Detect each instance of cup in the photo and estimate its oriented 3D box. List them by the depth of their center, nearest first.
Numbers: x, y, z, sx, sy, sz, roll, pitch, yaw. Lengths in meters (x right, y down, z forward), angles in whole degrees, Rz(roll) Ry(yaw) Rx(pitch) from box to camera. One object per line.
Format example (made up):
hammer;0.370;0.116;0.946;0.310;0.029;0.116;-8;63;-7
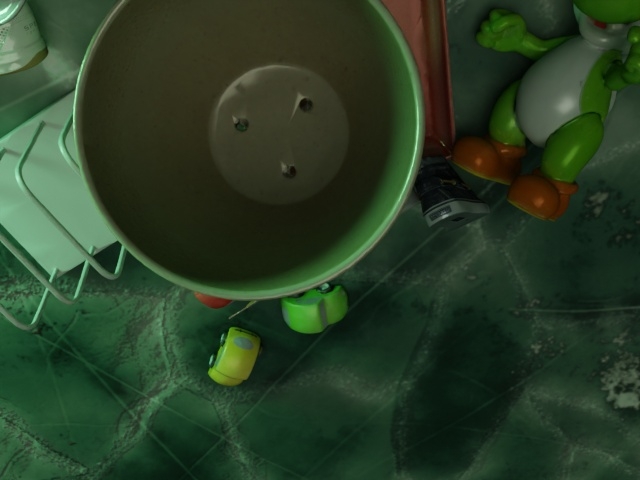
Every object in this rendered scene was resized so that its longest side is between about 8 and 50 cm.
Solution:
cup;-0.059;-0.118;0.917;0.331;0.237;0.331;0;95;5

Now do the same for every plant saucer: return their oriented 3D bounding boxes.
plant saucer;0.027;-0.205;1.062;0.259;0.048;0.258;-9;120;2

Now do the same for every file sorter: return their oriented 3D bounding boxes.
file sorter;-0.293;-0.051;1.056;0.277;0.173;0.193;-31;117;13

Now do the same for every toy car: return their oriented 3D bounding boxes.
toy car;-0.070;0.107;1.226;0.225;0.053;0.239;-9;120;1

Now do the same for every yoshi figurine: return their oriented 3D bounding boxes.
yoshi figurine;0.290;-0.213;0.992;0.203;0.203;0.362;28;105;-7

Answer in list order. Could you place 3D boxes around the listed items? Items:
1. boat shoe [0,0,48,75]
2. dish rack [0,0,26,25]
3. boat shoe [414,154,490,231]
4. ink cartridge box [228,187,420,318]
boat shoe;-0.461;-0.227;0.994;0.277;0.098;0.096;-13;119;-7
dish rack;-0.328;-0.389;0.776;0.072;0.333;0.285;-2;134;-52
boat shoe;0.165;-0.062;1.111;0.065;0.183;0.083;-25;80;19
ink cartridge box;0.000;0.000;1.055;0.189;0.232;0.066;-34;82;31
